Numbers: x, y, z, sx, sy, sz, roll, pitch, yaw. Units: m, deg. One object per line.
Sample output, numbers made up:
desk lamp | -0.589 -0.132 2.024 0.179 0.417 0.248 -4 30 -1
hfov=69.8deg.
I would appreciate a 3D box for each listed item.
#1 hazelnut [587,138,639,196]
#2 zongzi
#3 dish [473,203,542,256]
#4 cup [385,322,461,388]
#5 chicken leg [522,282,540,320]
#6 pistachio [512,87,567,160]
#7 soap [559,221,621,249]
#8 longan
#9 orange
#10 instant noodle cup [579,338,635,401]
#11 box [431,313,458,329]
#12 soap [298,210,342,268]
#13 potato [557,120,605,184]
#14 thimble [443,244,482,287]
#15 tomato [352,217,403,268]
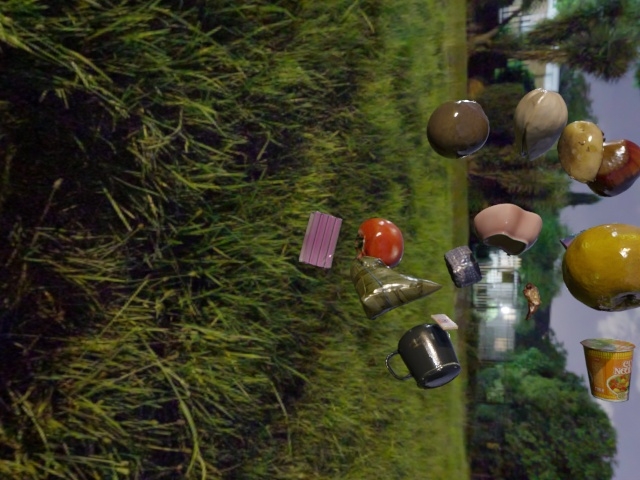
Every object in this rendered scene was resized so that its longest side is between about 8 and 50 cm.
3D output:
hazelnut | 1.052 -0.266 1.670 0.210 0.186 0.210 -33 150 -23
zongzi | 0.250 0.128 1.588 0.251 0.274 0.125 -109 179 -53
dish | 0.606 -0.020 1.494 0.213 0.213 0.090 66 36 -54
cup | 0.320 0.377 1.448 0.169 0.223 0.177 55 10 -54
chicken leg | 0.761 0.221 1.656 0.037 0.062 0.145 107 -11 -65
pistachio | 0.921 -0.484 1.947 0.226 0.208 0.332 -46 149 -22
soap | 1.133 0.012 1.899 0.193 0.323 0.109 -48 -124 58
longan | 0.575 -0.469 1.930 0.258 0.258 0.258 -1 90 -74
orange | 0.856 0.076 1.339 0.279 0.279 0.235 68 15 -52
instant noodle cup | 1.000 0.450 1.595 0.168 0.168 0.185 -7 94 -74
box | 0.365 0.240 1.356 0.083 0.046 0.012 -129 -141 -71
soap | 0.000 0.000 1.744 0.065 0.122 0.203 7 -99 68
potato | 0.910 -0.328 1.607 0.138 0.098 0.243 108 -14 -53
thimble | 0.533 0.100 1.726 0.150 0.097 0.150 -22 90 -84
tomato | 0.269 0.025 2.132 0.256 0.224 0.256 -175 -90 -84
